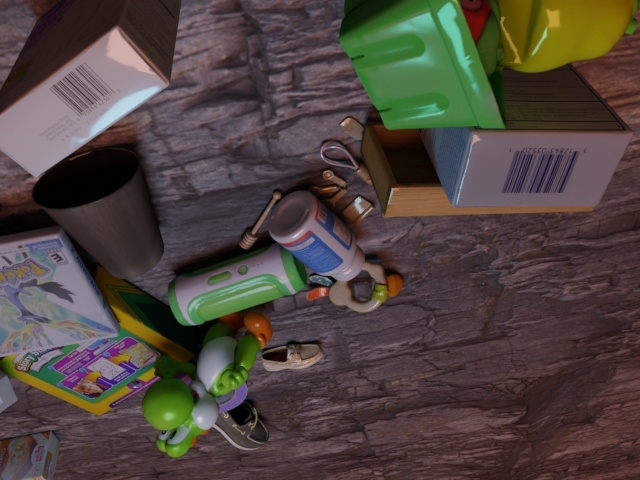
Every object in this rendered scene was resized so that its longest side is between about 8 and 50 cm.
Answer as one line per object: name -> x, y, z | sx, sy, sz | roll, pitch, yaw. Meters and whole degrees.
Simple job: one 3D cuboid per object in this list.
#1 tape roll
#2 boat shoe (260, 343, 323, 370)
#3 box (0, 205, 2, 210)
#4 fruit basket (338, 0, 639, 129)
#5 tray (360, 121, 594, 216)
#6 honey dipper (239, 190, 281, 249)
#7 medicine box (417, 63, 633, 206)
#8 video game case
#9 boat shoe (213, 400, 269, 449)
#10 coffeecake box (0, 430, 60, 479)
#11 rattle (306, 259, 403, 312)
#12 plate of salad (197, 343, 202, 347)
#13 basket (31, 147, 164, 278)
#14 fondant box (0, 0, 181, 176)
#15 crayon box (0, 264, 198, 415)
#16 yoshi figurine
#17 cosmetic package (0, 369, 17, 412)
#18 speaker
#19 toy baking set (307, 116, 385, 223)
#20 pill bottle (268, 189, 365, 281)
tape roll -> -0.283, 0.360, 1.576 | 0.188, 0.080, 0.189 | -6, 133, -6
boat shoe -> -0.079, 0.308, 1.637 | 0.170, 0.063, 0.059 | -15, 140, 6
box -> -0.801, -0.095, 1.123 | 0.242, 0.077, 0.307 | -23, 133, 12
fruit basket -> 0.240, -0.342, 0.856 | 0.392, 0.392, 0.283 | -25, 132, 14
tray -> 0.298, -0.138, 1.159 | 0.410, 0.203, 0.076 | -1, 133, -12
honey dipper -> -0.127, -0.044, 1.315 | 0.030, 0.030, 0.161 | 20, 126, -26
medicine box -> 0.327, -0.201, 1.058 | 0.263, 0.289, 0.149 | -1, 131, -8
video game case -> -0.625, 0.119, 1.258 | 0.328, 0.036, 0.300 | -11, 130, 3
boat shoe -> -0.241, 0.518, 1.780 | 0.091, 0.109, 0.305 | -27, 128, 22
coffeecake box -> -0.870, 0.649, 1.777 | 0.185, 0.142, 0.068 | -12, 135, 1
rattle -> 0.082, 0.106, 1.494 | 0.199, 0.143, 0.130 | -16, 103, 27
plate of salad -> -0.325, 0.333, 1.630 | 0.199, 0.048, 0.200 | -5, 132, -6
basket -> -0.408, -0.042, 1.193 | 0.204, 0.154, 0.227 | -15, 138, -1
fondant box -> -0.318, -0.270, 0.858 | 0.238, 0.330, 0.096 | -28, 130, 17
crayon box -> -0.537, 0.255, 1.481 | 0.362, 0.106, 0.313 | -33, 128, 20
yoshi figurine -> -0.269, 0.298, 1.378 | 0.203, 0.362, 0.203 | 34, 154, -9
cosmetic package -> -0.831, 0.316, 1.398 | 0.238, 0.127, 0.107 | 27, 137, 23
speaker -> -0.185, 0.097, 1.375 | 0.296, 0.131, 0.131 | -18, 134, 8
toy baking set -> 0.081, -0.131, 1.265 | 0.196, 0.030, 0.256 | 6, 132, -15
pill bottle -> 0.000, 0.000, 1.309 | 0.124, 0.124, 0.221 | -30, 134, 19
